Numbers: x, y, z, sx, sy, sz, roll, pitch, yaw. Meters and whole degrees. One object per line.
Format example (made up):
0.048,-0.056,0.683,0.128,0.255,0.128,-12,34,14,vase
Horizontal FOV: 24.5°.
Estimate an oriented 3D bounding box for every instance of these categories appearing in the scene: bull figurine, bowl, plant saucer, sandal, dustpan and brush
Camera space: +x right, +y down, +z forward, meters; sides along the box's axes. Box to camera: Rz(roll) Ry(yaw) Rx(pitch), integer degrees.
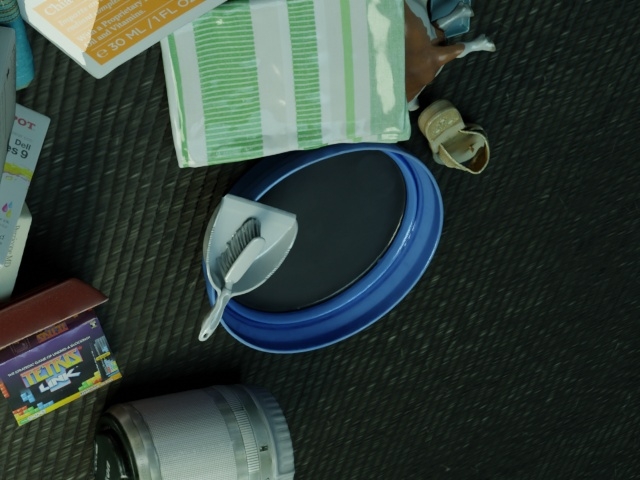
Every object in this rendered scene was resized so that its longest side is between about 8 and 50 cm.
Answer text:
0.124,-0.292,2.038,0.188,0.101,0.310,-28,136,1,bull figurine
0.000,0.000,2.244,0.391,0.077,0.391,-18,135,-19,bowl
-0.423,0.109,1.985,0.258,0.259,0.048,-24,95,-13,plant saucer
0.213,-0.134,2.209,0.088,0.079,0.240,-39,156,8,sandal
-0.126,0.047,2.100,0.147,0.060,0.211,16,116,-41,dustpan and brush
0.182,-0.369,2.077,0.067,0.018,0.192,-19,136,-19,plant saucer

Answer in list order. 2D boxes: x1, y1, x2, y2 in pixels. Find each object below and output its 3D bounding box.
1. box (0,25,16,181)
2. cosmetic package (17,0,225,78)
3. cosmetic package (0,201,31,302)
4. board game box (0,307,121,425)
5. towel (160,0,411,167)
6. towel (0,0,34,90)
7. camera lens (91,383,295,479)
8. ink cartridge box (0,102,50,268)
-0.434,-0.151,1.623,0.182,0.119,0.181,9,150,-6,box
-0.301,-0.393,1.589,0.230,0.161,0.453,-28,140,20,cosmetic package
-0.532,-0.007,1.849,0.296,0.129,0.153,-2,127,-32,cosmetic package
-0.392,0.181,2.169,0.170,0.048,0.141,-26,138,-11,board game box
-0.045,-0.217,1.970,0.324,0.038,0.248,-8,126,-3,towel
-0.458,-0.283,1.559,0.271,0.040,0.370,3,150,1,towel
-0.206,0.346,2.311,0.274,0.219,0.219,-9,131,-28,camera lens
-0.433,-0.075,1.766,0.154,0.212,0.093,25,149,-22,ink cartridge box
